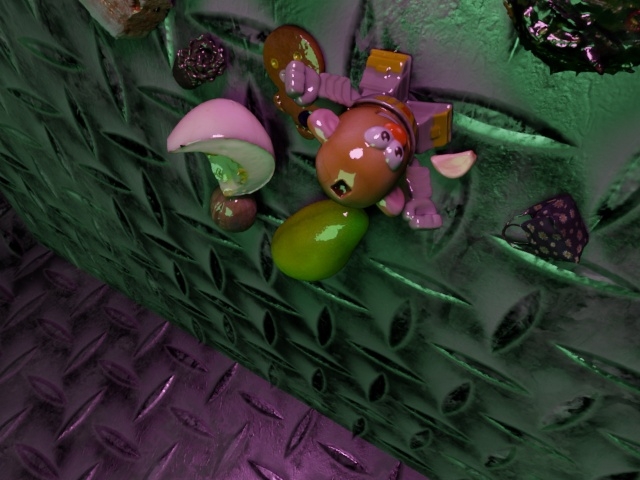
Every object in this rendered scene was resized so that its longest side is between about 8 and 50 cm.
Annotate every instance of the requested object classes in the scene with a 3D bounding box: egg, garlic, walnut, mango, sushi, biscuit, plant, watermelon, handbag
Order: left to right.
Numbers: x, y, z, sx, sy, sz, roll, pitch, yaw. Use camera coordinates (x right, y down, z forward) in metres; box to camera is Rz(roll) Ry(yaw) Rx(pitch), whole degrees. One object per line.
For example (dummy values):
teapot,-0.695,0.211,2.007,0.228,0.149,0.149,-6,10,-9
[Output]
watermelon,-0.411,-0.523,0.926,0.241,0.094,0.154,1,138,36
plant,-0.274,-0.392,0.944,0.143,0.092,0.094,-1,122,49
egg,-0.218,-0.240,1.005,0.207,0.161,0.271,-19,158,23
walnut,-0.247,-0.094,1.210,0.140,0.140,0.162,32,135,8
biscuit,-0.037,-0.316,0.870,0.180,0.039,0.236,2,129,41
mango,0.000,0.000,1.082,0.192,0.156,0.343,44,143,-11
garlic,0.255,-0.145,0.809,0.083,0.041,0.053,-6,114,34
handbag,0.410,-0.011,0.799,0.139,0.072,0.115,-11,124,51
sushi,0.338,-0.266,0.515,0.287,0.140,0.149,31,137,11

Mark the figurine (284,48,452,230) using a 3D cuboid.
figurine,0.093,-0.167,0.711,0.343,0.285,0.167,35,146,7
